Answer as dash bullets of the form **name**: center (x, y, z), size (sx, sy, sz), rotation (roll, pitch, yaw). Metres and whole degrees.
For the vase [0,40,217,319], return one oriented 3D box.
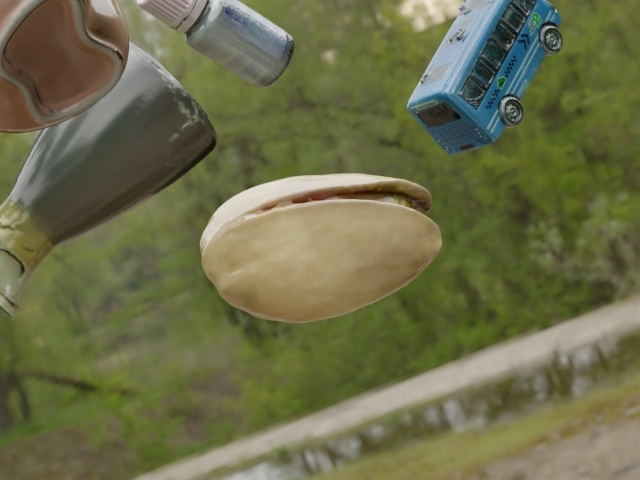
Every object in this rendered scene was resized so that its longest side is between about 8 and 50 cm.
- **vase**: center (-0.285, -0.066, 1.871), size (0.321, 0.173, 0.173), rotation (-45, 5, -11)

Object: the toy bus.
- **toy bus**: center (0.229, -0.245, 2.284), size (0.113, 0.134, 0.246), rotation (-14, 41, 55)

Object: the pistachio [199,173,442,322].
- **pistachio**: center (0.000, 0.000, 2.167), size (0.318, 0.193, 0.214), rotation (-16, -34, -4)

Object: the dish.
- **dish**: center (-0.250, -0.181, 1.469), size (0.213, 0.213, 0.090), rotation (-23, 44, -25)

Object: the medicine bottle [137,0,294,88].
- **medicine bottle**: center (-0.132, -0.273, 2.073), size (0.083, 0.203, 0.083), rotation (-39, 34, 33)
